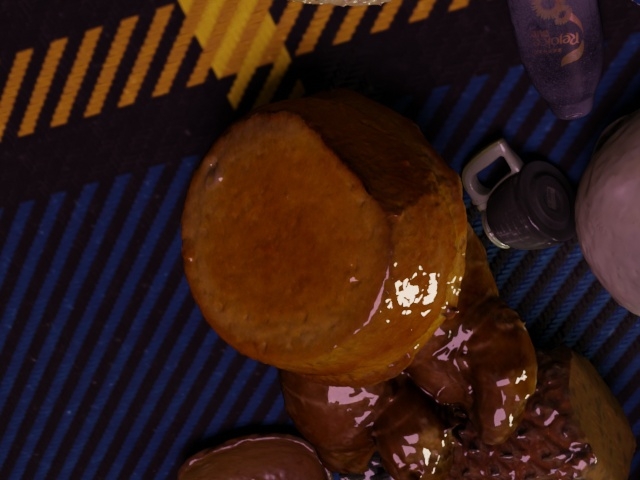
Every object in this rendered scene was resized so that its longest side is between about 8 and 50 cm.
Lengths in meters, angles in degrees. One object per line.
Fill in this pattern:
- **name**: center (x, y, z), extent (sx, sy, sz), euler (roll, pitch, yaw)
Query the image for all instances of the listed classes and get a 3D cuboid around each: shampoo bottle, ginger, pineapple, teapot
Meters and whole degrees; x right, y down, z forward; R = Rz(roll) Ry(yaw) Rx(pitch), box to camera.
- **shampoo bottle**: center (0.229, -0.224, 1.424), extent (0.087, 0.049, 0.234), euler (-6, 129, 14)
- **ginger**: center (0.090, 0.136, 1.637), extent (0.274, 0.152, 0.357), euler (50, 121, 3)
- **pineapple**: center (0.188, 0.253, 1.739), extent (0.362, 0.202, 0.202), euler (-22, 124, 32)
- **teapot**: center (0.212, -0.044, 1.569), extent (0.092, 0.124, 0.091), euler (-6, 164, -44)

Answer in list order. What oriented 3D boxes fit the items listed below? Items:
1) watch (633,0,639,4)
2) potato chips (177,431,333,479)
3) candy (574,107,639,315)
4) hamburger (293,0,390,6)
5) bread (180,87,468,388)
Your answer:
- **watch**: center (0.350, -0.285, 1.302), extent (0.196, 0.171, 0.200), euler (-39, 105, 18)
- **potato chips**: center (-0.081, 0.307, 1.900), extent (0.201, 0.049, 0.150), euler (-16, 121, 22)
- **candy**: center (0.397, -0.025, 1.474), extent (0.295, 0.185, 0.295), euler (3, 137, 3)
- **hamburger**: center (-0.030, -0.312, 1.303), extent (0.283, 0.157, 0.144), euler (1, 140, -25)
- **bread**: center (-0.004, -0.002, 1.484), extent (0.312, 0.312, 0.172), euler (-35, 160, 30)
